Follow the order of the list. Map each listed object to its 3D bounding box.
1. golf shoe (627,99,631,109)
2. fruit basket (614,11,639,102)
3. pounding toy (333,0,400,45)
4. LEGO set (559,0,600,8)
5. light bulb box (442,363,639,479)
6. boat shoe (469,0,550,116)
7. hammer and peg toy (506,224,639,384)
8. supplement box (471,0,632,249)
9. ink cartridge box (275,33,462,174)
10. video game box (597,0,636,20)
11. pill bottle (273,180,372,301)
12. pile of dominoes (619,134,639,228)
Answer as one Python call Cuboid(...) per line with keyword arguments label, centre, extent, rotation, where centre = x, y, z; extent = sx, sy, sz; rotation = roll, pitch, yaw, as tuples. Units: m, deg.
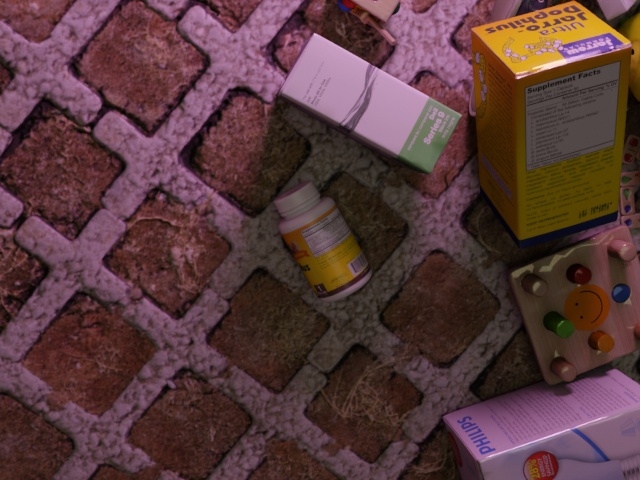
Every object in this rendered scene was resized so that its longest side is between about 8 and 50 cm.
Cuboid(label="golf shoe", centre=(0.502, -0.259, 1.495), extent=(0.186, 0.067, 0.085), rotation=(4, 125, -7))
Cuboid(label="fruit basket", centre=(0.670, -0.276, 1.364), extent=(0.392, 0.392, 0.283), rotation=(39, 59, -10))
Cuboid(label="pounding toy", centre=(0.088, -0.423, 1.384), extent=(0.141, 0.130, 0.100), rotation=(31, 95, -10))
Cuboid(label="LEGO set", centre=(0.455, -0.513, 1.428), extent=(0.087, 0.093, 0.227), rotation=(-38, 101, 1))
Cuboid(label="light bulb box", centre=(0.480, 0.481, 1.522), extent=(0.361, 0.225, 0.357), rotation=(-18, 101, -4))
Cuboid(label="boat shoe", centre=(0.376, -0.383, 1.424), extent=(0.113, 0.127, 0.339), rotation=(12, 99, -9))
Cuboid(label="hammer and peg toy", centre=(0.507, 0.076, 1.509), extent=(0.266, 0.127, 0.361), rotation=(-21, 101, -2))
Cuboid(label="supplement box", centre=(0.394, -0.196, 1.350), extent=(0.194, 0.195, 0.356), rotation=(-16, 129, -4))
Cuboid(label="ink cartridge box", centre=(0.076, -0.239, 1.371), extent=(0.289, 0.211, 0.121), rotation=(27, 96, -10))
Cuboid(label="video game box", centre=(0.520, -0.522, 1.403), extent=(0.048, 0.187, 0.205), rotation=(-22, 106, 44))
Cuboid(label="pill bottle", centre=(0.000, 0.000, 1.449), extent=(0.117, 0.117, 0.214), rotation=(-29, 100, -1))
Cuboid(label="pile of dominoes", centre=(0.720, -0.132, 1.544), extent=(0.251, 0.040, 0.195), rotation=(-9, 100, -5))
